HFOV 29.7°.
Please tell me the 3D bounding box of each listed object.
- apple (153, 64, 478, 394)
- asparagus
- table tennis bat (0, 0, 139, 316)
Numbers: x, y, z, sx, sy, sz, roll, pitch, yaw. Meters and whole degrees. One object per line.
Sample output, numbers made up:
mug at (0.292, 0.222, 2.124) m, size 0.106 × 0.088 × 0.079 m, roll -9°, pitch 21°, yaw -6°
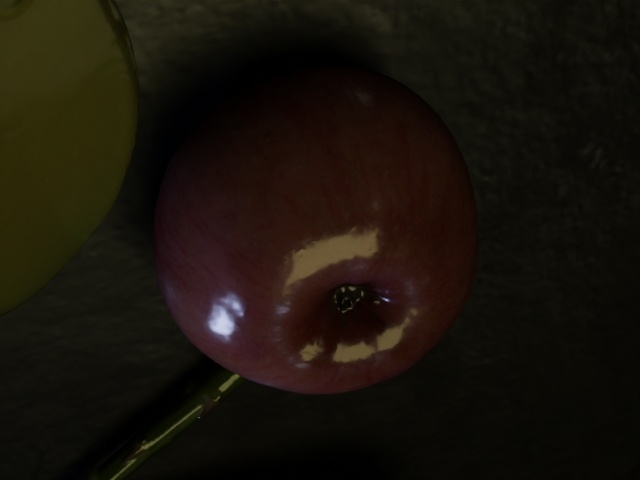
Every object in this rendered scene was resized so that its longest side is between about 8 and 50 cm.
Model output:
apple at (0.000, 0.000, 0.549) m, size 0.153 × 0.120 × 0.153 m, roll -13°, pitch 129°, yaw -17°
asparagus at (-0.086, 0.104, 0.639) m, size 0.248 × 0.024 × 0.025 m, roll -40°, pitch 155°, yaw 0°
table tennis bat at (-0.143, -0.092, 0.461) m, size 0.224 × 0.054 × 0.368 m, roll 30°, pitch 110°, yaw -38°
